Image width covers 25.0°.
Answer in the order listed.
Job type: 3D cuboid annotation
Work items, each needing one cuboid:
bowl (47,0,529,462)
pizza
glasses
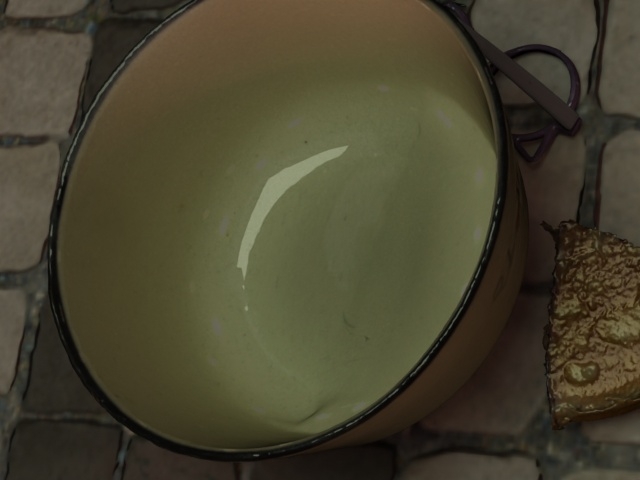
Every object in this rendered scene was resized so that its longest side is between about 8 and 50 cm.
[{"bbox_3d":[0.000,0.000,0.696,0.238,0.126,0.238,-11,67,26],"label":"bowl"},{"bbox_3d":[0.151,0.036,0.661,0.099,0.029,0.100,-5,72,19],"label":"pizza"},{"bbox_3d":[0.060,-0.102,0.714,0.140,0.104,0.062,31,87,31],"label":"glasses"}]
